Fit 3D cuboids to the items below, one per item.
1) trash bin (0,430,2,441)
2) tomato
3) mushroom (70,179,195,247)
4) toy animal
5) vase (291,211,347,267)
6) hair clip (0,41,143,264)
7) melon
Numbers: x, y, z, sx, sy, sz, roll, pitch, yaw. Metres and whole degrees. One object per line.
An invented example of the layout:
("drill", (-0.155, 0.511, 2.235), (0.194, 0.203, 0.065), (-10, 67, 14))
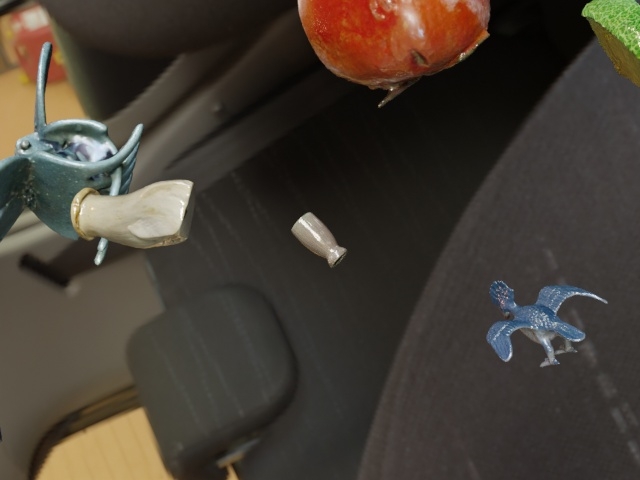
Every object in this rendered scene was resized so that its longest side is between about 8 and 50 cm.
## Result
("trash bin", (-0.683, 0.346, 1.979), (0.162, 0.234, 0.184), (-104, 1, -76))
("tomato", (0.115, -0.372, 1.764), (0.170, 0.309, 0.309), (-106, -6, -82))
("mushroom", (-0.286, -0.037, 1.814), (0.108, 0.247, 0.096), (48, -129, -43))
("toy animal", (0.396, 0.150, 2.129), (0.176, 0.239, 0.255), (56, 160, -3))
("vase", (0.000, 0.000, 2.062), (0.100, 0.053, 0.053), (43, 167, 12))
("hair clip", (-0.494, -0.121, 2.226), (0.318, 0.238, 0.392), (117, 170, -57))
("melon", (0.376, -0.217, 1.375), (0.262, 0.053, 0.114), (-103, 0, -58))
